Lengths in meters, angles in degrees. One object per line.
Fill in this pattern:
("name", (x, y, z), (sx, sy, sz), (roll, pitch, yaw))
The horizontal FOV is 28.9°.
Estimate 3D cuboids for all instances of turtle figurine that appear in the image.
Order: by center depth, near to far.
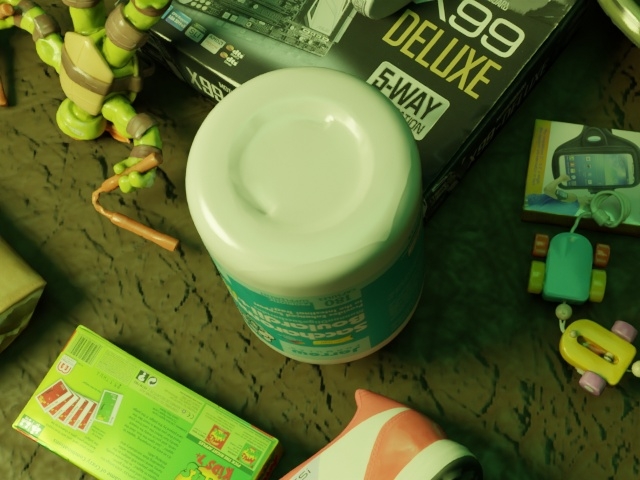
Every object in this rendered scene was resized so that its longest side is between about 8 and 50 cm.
("turtle figurine", (-0.167, -0.137, 0.978), (0.087, 0.217, 0.269), (-27, 68, -35))

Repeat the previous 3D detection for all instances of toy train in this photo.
("toy train", (0.229, 0.052, 0.940), (0.125, 0.046, 0.166), (-29, 73, -7))

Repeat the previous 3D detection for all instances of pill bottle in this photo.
("pill bottle", (0.000, 0.000, 0.860), (0.146, 0.264, 0.146), (-2, 70, 5))

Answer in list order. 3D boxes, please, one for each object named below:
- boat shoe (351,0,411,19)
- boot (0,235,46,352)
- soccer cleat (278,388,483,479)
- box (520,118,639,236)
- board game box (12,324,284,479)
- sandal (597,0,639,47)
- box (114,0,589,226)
("boat shoe", (0.103, -0.265, 0.972), (0.228, 0.080, 0.076), (-38, 72, -2))
("boot", (-0.309, -0.044, 1.005), (0.236, 0.089, 0.269), (-45, 72, 0))
("soccer cleat", (-0.027, 0.244, 0.871), (0.318, 0.109, 0.116), (-46, 52, -9))
("box", (0.232, -0.047, 0.983), (0.136, 0.028, 0.081), (7, 71, 10))
("board game box", (-0.129, 0.149, 0.935), (0.181, 0.043, 0.092), (28, 75, 14))
("sandal", (0.264, -0.245, 0.995), (0.086, 0.120, 0.303), (-35, 63, 35))
("box", (0.027, -0.184, 1.025), (0.307, 0.076, 0.242), (36, 76, 16))
